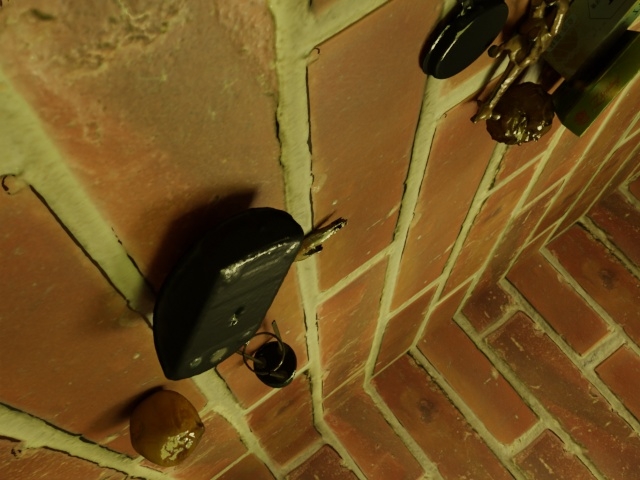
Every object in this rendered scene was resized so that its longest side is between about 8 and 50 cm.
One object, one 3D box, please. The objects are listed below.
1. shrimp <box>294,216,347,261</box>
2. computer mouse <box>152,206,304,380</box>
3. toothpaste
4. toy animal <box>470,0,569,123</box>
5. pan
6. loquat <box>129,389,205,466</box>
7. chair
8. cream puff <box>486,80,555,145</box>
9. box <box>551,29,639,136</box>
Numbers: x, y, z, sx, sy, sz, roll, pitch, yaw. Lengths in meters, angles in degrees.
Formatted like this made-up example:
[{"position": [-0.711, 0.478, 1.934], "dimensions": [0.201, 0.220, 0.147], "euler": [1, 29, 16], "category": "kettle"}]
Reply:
[{"position": [0.000, 0.000, 1.169], "dimensions": [0.114, 0.023, 0.083], "euler": [-36, 165, 6], "category": "shrimp"}, {"position": [-0.135, 0.063, 0.929], "dimensions": [0.170, 0.100, 0.269], "euler": [-26, 153, -48], "category": "computer mouse"}, {"position": [0.452, -0.380, 1.054], "dimensions": [0.071, 0.089, 0.313], "euler": [-14, 150, -43], "category": "toothpaste"}, {"position": [0.286, -0.266, 1.041], "dimensions": [0.149, 0.054, 0.275], "euler": [-47, 170, -9], "category": "toy animal"}, {"position": [0.178, -0.270, 0.869], "dimensions": [0.136, 0.028, 0.235], "euler": [-40, 162, -1], "category": "pan"}, {"position": [-0.266, 0.328, 1.254], "dimensions": [0.113, 0.137, 0.137], "euler": [-49, 160, 13], "category": "loquat"}, {"position": [-0.099, 0.223, 1.398], "dimensions": [0.095, 0.104, 0.221], "euler": [-53, 163, -15], "category": "chair"}, {"position": [0.335, -0.204, 1.199], "dimensions": [0.122, 0.094, 0.116], "euler": [14, 151, -17], "category": "cream puff"}, {"position": [0.464, -0.275, 1.209], "dimensions": [0.173, 0.043, 0.311], "euler": [-51, -179, 23], "category": "box"}]
